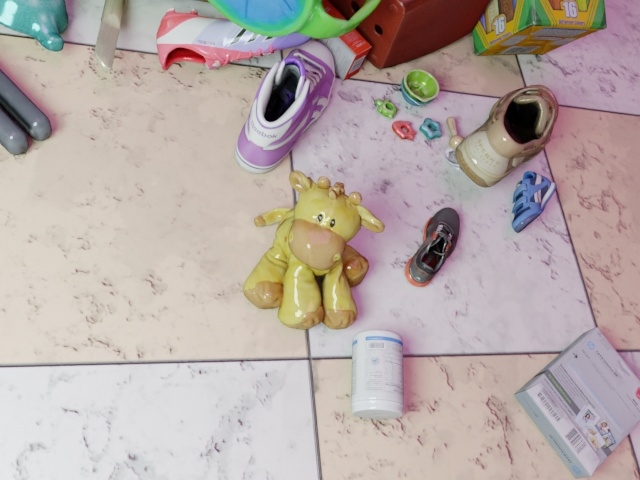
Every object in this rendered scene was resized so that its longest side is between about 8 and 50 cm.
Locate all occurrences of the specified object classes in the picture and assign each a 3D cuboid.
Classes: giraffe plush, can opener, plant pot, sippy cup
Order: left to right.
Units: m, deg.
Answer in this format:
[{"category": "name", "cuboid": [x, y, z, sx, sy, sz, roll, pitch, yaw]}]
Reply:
[{"category": "can opener", "cuboid": [-0.480, -0.242, 0.811, 0.283, 0.095, 0.076, 44, 60, 6]}, {"category": "sippy cup", "cuboid": [-0.048, -0.444, 0.835, 0.240, 0.305, 0.224, 16, 58, 35]}, {"category": "giraffe plush", "cuboid": [0.000, 0.000, 0.814, 0.181, 0.170, 0.210, 5, 64, -16]}, {"category": "plant pot", "cuboid": [0.139, -0.465, 1.056, 0.236, 0.267, 0.267, -42, 83, -16]}]

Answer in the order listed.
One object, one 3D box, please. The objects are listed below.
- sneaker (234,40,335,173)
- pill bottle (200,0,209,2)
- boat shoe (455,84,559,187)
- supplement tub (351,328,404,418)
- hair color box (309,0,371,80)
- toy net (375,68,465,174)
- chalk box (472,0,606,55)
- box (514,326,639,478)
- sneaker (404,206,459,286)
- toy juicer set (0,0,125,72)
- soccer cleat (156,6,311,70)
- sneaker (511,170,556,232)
[{"category": "sneaker", "cuboid": [-0.031, -0.242, 0.930, 0.102, 0.161, 0.282, 25, 58, -4]}, {"category": "pill bottle", "cuboid": [-0.213, -0.479, 0.949, 0.334, 0.188, 0.188, -7, 67, -36]}, {"category": "boat shoe", "cuboid": [0.356, -0.202, 1.046, 0.121, 0.110, 0.341, 46, 47, 0]}, {"category": "supplement tub", "cuboid": [0.076, 0.179, 0.811, 0.071, 0.071, 0.107, 10, 63, -14]}, {"category": "hair color box", "cuboid": [0.018, -0.355, 1.052, 0.043, 0.072, 0.141, -37, 82, -29]}, {"category": "toy net", "cuboid": [0.208, -0.190, 1.052, 0.122, 0.045, 0.232, -39, 82, -31]}, {"category": "chalk box", "cuboid": [0.397, -0.517, 1.144, 0.180, 0.179, 0.288, -7, 92, -22]}, {"category": "box", "cuboid": [0.401, 0.239, 0.912, 0.186, 0.038, 0.145, -30, 78, -28]}, {"category": "sneaker", "cuboid": [0.187, 0.004, 0.938, 0.061, 0.065, 0.158, 32, 59, -2]}, {"category": "toy juicer set", "cuboid": [-0.428, -0.375, 0.914, 0.329, 0.089, 0.209, 34, 38, -13]}, {"category": "soccer cleat", "cuboid": [-0.135, -0.309, 0.949, 0.248, 0.083, 0.095, 3, 81, 4]}, {"category": "sneaker", "cuboid": [0.353, -0.067, 1.039, 0.059, 0.053, 0.144, 40, 51, 2]}]
